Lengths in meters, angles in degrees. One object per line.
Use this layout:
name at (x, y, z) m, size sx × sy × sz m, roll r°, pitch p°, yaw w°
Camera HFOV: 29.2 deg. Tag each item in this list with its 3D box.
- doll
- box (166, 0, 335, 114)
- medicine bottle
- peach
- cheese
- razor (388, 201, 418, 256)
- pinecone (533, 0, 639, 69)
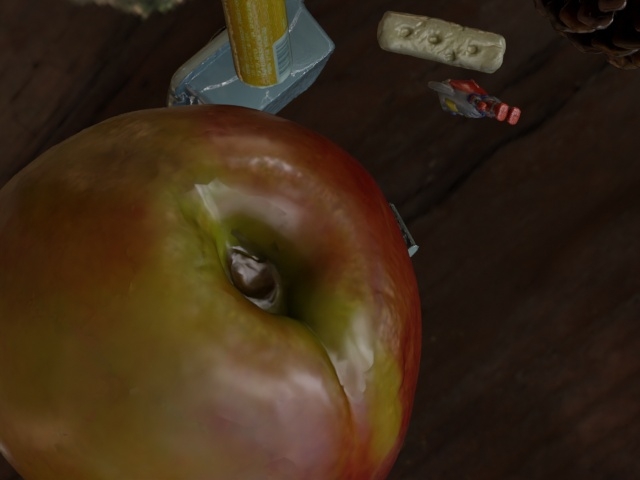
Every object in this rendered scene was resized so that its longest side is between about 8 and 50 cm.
doll at (0.245, -0.226, 1.987) m, size 0.195 × 0.104 × 0.062 m, roll 31°, pitch -57°, yaw 53°
box at (-0.094, -0.231, 1.643) m, size 0.227 × 0.130 × 0.162 m, roll -43°, pitch 179°, yaw -14°
medicine bottle at (-0.066, -0.237, 1.177) m, size 0.074 × 0.074 × 0.218 m, roll -56°, pitch 160°, yaw -26°
peach at (-0.092, 0.065, 0.816) m, size 0.332 × 0.308 × 0.308 m, roll -37°, pitch -162°, yaw 49°
cheese at (0.181, -0.298, 1.839) m, size 0.043 × 0.194 × 0.065 m, roll -84°, pitch -175°, yaw -84°
razor at (0.000, -0.006, 1.404) m, size 0.084 × 0.211 × 0.036 m, roll -116°, pitch -152°, yaw -46°
pinecone at (0.307, -0.290, 1.194) m, size 0.246 × 0.246 × 0.292 m, roll -45°, pitch 163°, yaw 24°
